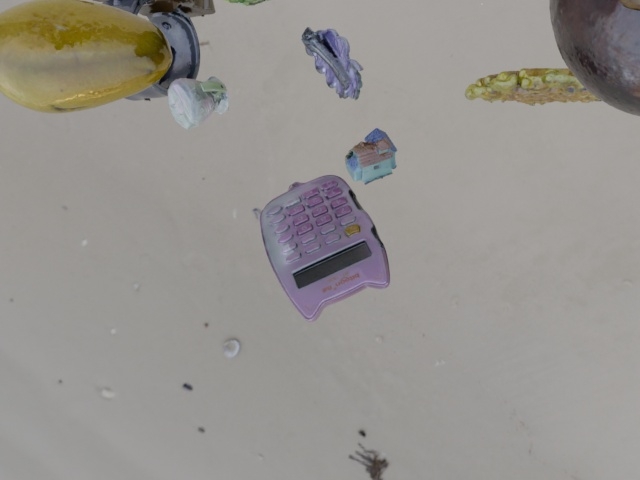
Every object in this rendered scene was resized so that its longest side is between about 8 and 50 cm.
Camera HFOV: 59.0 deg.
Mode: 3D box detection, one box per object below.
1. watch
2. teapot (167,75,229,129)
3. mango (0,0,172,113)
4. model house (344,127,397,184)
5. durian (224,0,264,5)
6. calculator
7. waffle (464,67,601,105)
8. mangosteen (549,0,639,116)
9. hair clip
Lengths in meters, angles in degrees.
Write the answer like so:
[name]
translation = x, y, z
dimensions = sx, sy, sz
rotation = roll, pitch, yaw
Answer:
[watch]
translation = -0.461, -0.559, 1.583
dimensions = 0.314, 0.335, 0.327
rotation = 4, 97, 26
[teapot]
translation = -0.152, -0.185, 0.731
dimensions = 0.083, 0.064, 0.064
rotation = -20, 97, 51
[mango]
translation = -0.261, -0.199, 0.617
dimensions = 0.195, 0.137, 0.098
rotation = 3, 146, -7
[model house]
translation = 0.145, -0.252, 1.578
dimensions = 0.148, 0.148, 0.119
rotation = -19, 68, -9
[durian]
translation = -0.029, -0.351, 0.598
dimensions = 0.169, 0.355, 0.157
rotation = 58, 150, -8
[calculator]
translation = 0.001, 0.001, 0.999
dimensions = 0.194, 0.294, 0.043
rotation = -25, 143, 2
[waffle]
translation = 0.470, -0.319, 1.178
dimensions = 0.301, 0.281, 0.058
rotation = -1, 98, -9
[mangosteen]
translation = 0.361, -0.266, 0.532
dimensions = 0.297, 0.297, 0.293
rotation = -38, 112, 26
[hair clip]
translation = 0.023, -0.379, 1.199
dimensions = 0.195, 0.052, 0.124
rotation = 53, 154, 13
